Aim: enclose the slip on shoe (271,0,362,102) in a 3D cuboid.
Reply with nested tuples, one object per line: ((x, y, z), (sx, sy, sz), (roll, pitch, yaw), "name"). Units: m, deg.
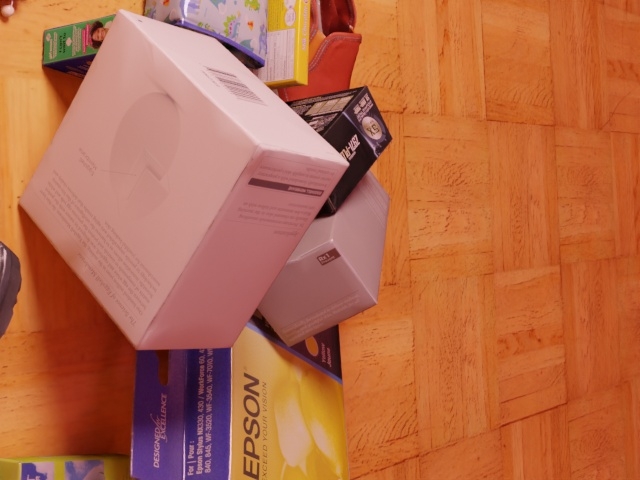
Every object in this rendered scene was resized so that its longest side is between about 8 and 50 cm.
((-0.001, -0.232, 1.426), (0.123, 0.101, 0.331), (-11, 98, -54), "slip on shoe")

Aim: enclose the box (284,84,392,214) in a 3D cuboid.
((-0.034, -0.095, 1.308), (0.147, 0.180, 0.077), (-53, 125, -41), "box")

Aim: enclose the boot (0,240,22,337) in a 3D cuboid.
((-0.376, 0.068, 0.737), (0.445, 0.146, 0.367), (70, 28, -66), "boot")

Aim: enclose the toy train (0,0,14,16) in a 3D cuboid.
((-0.326, -0.273, 1.045), (0.166, 0.046, 0.125), (-10, 96, -53), "toy train")

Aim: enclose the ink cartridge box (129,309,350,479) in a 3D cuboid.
((-0.077, 0.154, 1.263), (0.307, 0.072, 0.304), (38, 41, -47), "ink cartridge box")

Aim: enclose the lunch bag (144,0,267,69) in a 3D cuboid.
((-0.118, -0.270, 1.278), (0.151, 0.096, 0.129), (11, 79, -42), "lunch bag")

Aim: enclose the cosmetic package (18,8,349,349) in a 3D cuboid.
((-0.134, -0.053, 1.070), (0.138, 0.224, 0.225), (7, 122, -53), "cosmetic package")

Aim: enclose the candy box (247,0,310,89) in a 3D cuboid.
((-0.058, -0.279, 1.348), (0.027, 0.105, 0.206), (10, 81, -52), "candy box")

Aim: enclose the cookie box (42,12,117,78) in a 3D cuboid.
((-0.209, -0.189, 1.144), (0.092, 0.107, 0.040), (12, 77, -53), "cookie box")

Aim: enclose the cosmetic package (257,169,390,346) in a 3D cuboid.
((0.000, 0.000, 1.319), (0.107, 0.127, 0.238), (52, 26, -25), "cosmetic package")

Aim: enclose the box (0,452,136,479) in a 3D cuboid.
((-0.255, 0.265, 1.114), (0.178, 0.042, 0.109), (11, 79, -53), "box")
